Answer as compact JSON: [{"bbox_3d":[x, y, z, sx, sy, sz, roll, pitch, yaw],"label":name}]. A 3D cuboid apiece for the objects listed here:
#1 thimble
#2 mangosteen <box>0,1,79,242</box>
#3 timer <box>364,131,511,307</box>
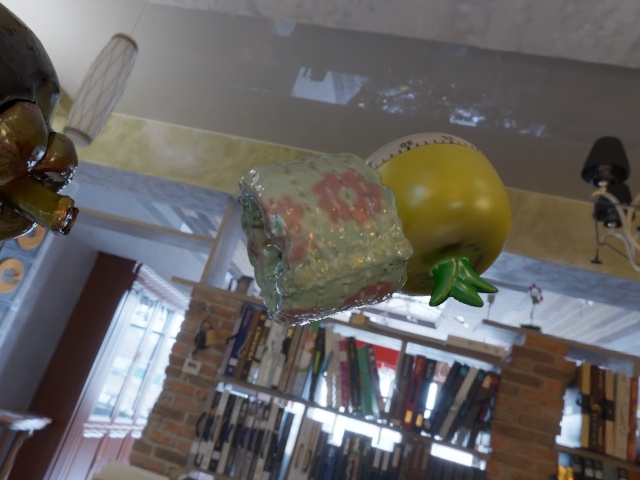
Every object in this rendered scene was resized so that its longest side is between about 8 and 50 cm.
[{"bbox_3d":[0.000,0.000,0.557,0.149,0.186,0.211,-14,15,-16],"label":"thimble"},{"bbox_3d":[-0.371,-0.114,0.502,0.302,0.275,0.275,42,-23,-5],"label":"mangosteen"},{"bbox_3d":[0.177,-0.004,0.768,0.285,0.285,0.285,15,-19,5],"label":"timer"}]
